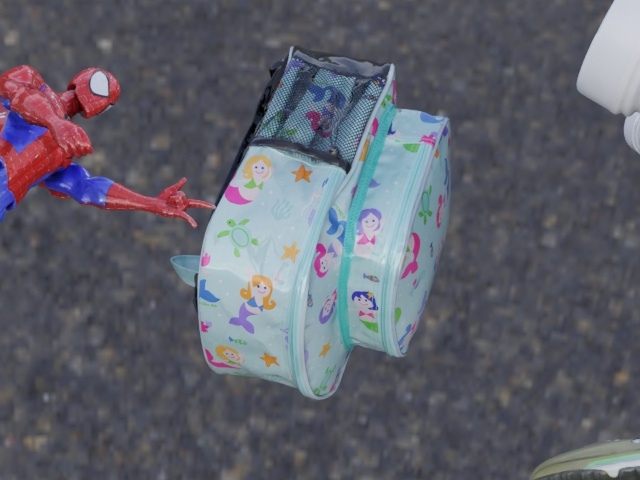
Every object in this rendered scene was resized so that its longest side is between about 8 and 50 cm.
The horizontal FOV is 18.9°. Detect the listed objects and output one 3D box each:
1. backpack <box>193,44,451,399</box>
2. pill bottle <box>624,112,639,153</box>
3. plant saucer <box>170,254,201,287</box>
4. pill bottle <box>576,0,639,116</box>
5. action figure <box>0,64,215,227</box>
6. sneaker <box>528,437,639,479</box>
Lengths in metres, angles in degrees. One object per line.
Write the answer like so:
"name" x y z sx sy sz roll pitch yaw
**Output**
"backpack" 0.000 0.000 1.559 0.191 0.225 0.253 19 55 17
"pill bottle" 0.367 -0.088 1.861 0.087 0.087 0.160 -19 31 -22
"plant saucer" -0.097 0.039 1.969 0.119 0.021 0.119 10 9 -2
"pill bottle" 0.366 -0.097 1.468 0.319 0.176 0.176 30 50 13
"action figure" -0.168 -0.015 1.066 0.139 0.091 0.280 10 40 26
"sneaker" 0.378 0.164 1.633 0.410 0.158 0.182 -13 37 13
